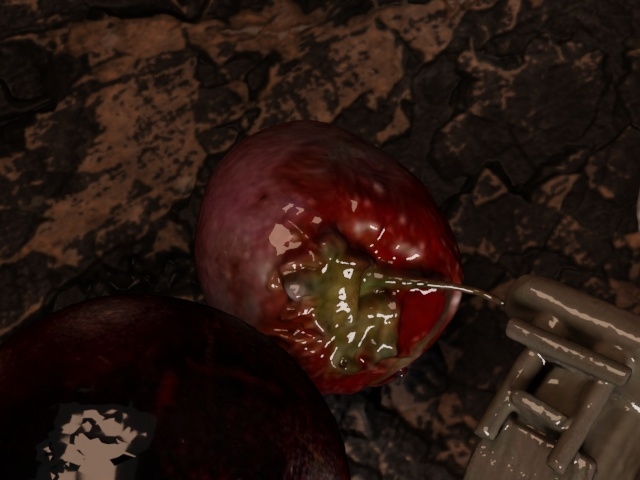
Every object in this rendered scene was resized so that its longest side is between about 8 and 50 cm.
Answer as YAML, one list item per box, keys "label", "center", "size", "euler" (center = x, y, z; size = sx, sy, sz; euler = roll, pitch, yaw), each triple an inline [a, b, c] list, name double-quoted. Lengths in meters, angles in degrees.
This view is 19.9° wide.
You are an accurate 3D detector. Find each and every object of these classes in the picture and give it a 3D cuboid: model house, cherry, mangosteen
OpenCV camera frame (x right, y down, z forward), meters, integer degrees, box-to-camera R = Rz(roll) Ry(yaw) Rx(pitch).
- label: "model house"
  center: [0.192, 0.152, 1.215]
  size: [0.229, 0.122, 0.188]
  euler: [25, 72, 21]
- label: "cherry"
  center: [0.000, 0.000, 1.315]
  size: [0.192, 0.175, 0.250]
  euler: [-3, 40, -15]
- label: "mangosteen"
  center: [-0.131, 0.170, 1.183]
  size: [0.297, 0.297, 0.293]
  euler: [-39, 61, -10]

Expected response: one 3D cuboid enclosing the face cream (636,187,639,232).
- label: "face cream"
  center: [0.317, -0.003, 1.239]
  size: [0.177, 0.153, 0.177]
  euler: [-9, 64, 19]
